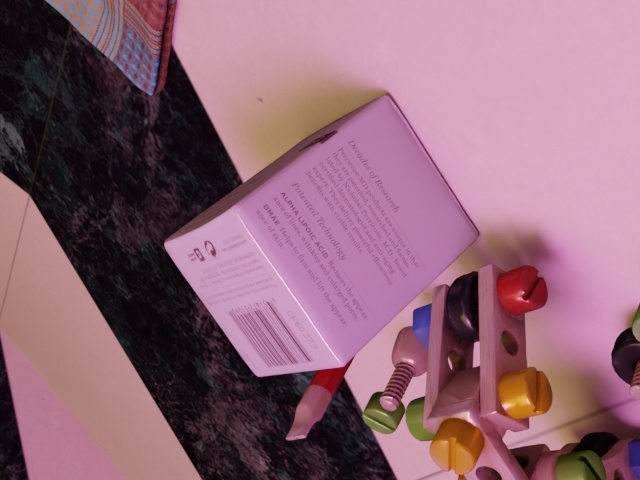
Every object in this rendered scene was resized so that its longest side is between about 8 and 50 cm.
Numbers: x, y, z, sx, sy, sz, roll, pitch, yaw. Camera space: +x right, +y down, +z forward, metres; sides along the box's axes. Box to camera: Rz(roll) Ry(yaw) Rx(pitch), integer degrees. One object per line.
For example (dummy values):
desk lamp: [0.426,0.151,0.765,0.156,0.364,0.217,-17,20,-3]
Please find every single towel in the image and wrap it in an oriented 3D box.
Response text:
towel: [-0.279,-0.344,0.960,0.370,0.040,0.271,42,148,14]

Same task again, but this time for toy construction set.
toy construction set: [0.114,0.174,0.742,0.309,0.237,0.257,6,133,30]

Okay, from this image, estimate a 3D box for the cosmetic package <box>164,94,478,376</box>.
cosmetic package: [0.000,0.000,0.815,0.151,0.184,0.151,56,148,-9]
